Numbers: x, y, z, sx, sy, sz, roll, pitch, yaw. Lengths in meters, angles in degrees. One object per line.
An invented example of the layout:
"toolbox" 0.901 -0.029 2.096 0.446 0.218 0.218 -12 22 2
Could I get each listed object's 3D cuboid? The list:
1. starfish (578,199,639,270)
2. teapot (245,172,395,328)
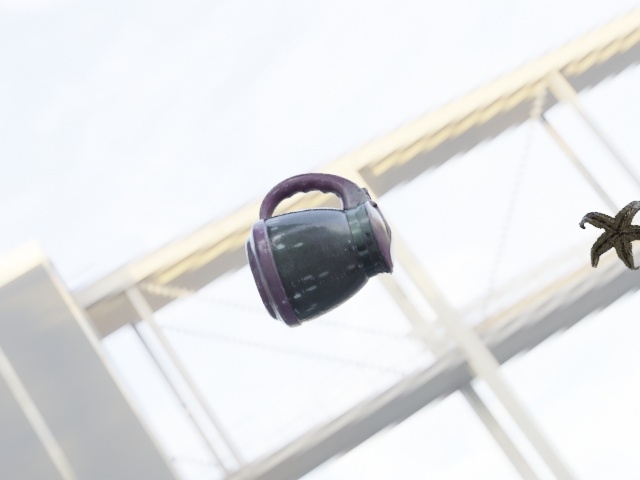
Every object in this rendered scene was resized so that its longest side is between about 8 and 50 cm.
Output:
"starfish" 0.302 -0.005 1.843 0.091 0.078 0.028 -51 -6 24
"teapot" 0.003 0.009 1.854 0.146 0.148 0.116 -19 -59 5
